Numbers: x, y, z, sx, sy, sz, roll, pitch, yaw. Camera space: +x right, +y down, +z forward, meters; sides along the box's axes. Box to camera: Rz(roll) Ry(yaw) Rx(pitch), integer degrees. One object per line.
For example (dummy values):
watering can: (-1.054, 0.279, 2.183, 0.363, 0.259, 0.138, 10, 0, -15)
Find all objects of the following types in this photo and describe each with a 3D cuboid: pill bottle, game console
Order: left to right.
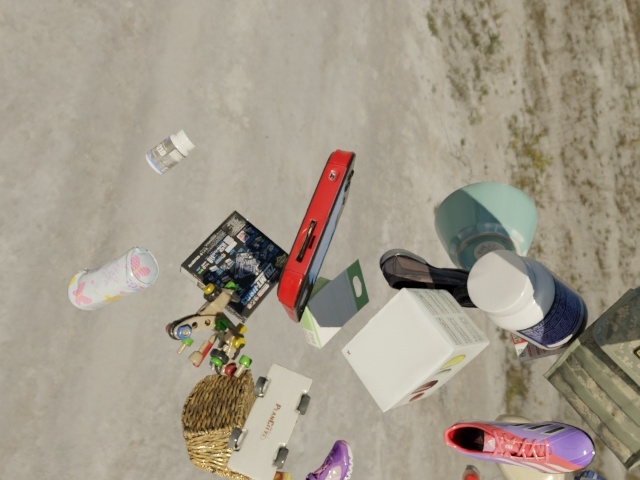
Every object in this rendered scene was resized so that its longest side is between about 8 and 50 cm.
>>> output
pill bottle: (-0.439, -0.264, 1.484, 0.078, 0.137, 0.078, 54, 6, -8)
game console: (0.000, 0.000, 1.223, 0.342, 0.060, 0.387, 79, 31, -72)
pill bottle: (0.421, 0.121, 1.024, 0.264, 0.153, 0.153, 27, 60, -38)

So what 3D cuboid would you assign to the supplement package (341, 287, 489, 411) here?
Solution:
supplement package: (0.194, 0.214, 1.014, 0.203, 0.194, 0.149, 9, 37, -53)

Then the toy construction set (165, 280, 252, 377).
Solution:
toy construction set: (-0.316, 0.265, 1.554, 0.257, 0.309, 0.237, 36, 63, -7)

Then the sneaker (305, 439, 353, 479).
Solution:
sneaker: (0.012, 0.690, 1.461, 0.104, 0.095, 0.237, 22, 93, -25)

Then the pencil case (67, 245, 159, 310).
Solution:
pencil case: (-0.594, 0.111, 1.444, 0.113, 0.273, 0.124, 26, 49, -57)

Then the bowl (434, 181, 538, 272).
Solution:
bowl: (0.502, -0.005, 1.528, 0.312, 0.311, 0.163, 54, 33, -30)

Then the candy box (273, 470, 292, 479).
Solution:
candy box: (-0.177, 0.897, 1.744, 0.187, 0.109, 0.053, -63, 149, -55)

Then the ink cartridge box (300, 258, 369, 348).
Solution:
ink cartridge box: (0.038, 0.177, 1.468, 0.235, 0.056, 0.171, -40, 127, -34)

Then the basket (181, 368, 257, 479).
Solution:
basket: (-0.308, 0.590, 1.588, 0.299, 0.213, 0.223, -92, 171, -68)

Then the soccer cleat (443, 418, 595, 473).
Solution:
soccer cleat: (0.429, 0.452, 1.115, 0.116, 0.318, 0.109, 18, 68, -43)

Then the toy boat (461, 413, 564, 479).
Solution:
toy boat: (0.605, 0.723, 1.647, 0.268, 0.318, 0.148, 64, 7, 19)

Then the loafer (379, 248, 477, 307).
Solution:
loafer: (0.274, 0.115, 1.184, 0.302, 0.109, 0.095, 21, 38, -17)

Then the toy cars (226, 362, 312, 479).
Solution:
toy cars: (-0.053, 0.408, 0.836, 0.176, 0.087, 0.394, -14, 64, -14)

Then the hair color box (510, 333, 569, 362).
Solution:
hair color box: (0.521, 0.231, 1.164, 0.043, 0.141, 0.072, -86, 154, -52)

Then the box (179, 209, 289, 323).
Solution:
box: (-0.286, 0.088, 1.773, 0.293, 0.073, 0.296, 39, 61, 0)

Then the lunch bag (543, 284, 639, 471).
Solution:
lunch bag: (0.621, 0.253, 0.964, 0.168, 0.287, 0.235, -8, 45, -31)

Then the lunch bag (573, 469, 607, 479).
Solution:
lunch bag: (0.748, 0.680, 1.403, 0.067, 0.065, 0.098, -49, 159, -19)

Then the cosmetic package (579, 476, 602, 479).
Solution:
cosmetic package: (0.660, 0.579, 1.054, 0.117, 0.231, 0.086, -13, 93, -47)
